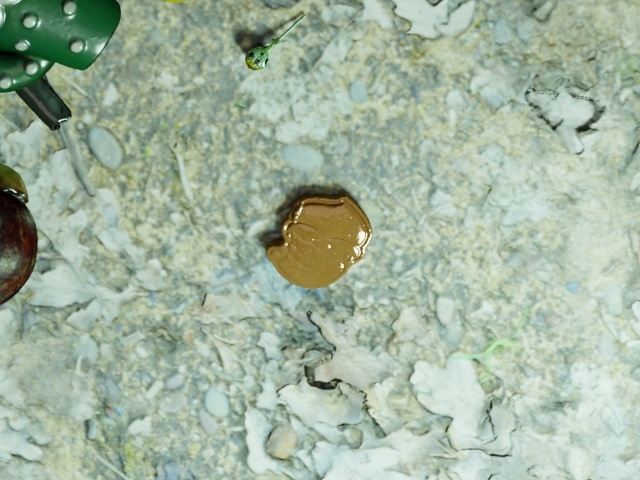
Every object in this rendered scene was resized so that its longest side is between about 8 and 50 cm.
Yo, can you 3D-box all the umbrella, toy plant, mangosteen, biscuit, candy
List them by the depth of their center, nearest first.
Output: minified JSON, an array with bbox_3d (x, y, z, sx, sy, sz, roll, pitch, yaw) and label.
[{"bbox_3d":[-0.330,-0.264,1.797,0.233,0.112,0.243,-29,118,6],"label":"toy plant"},{"bbox_3d":[-0.048,-0.213,1.856,0.083,0.023,0.025,-43,93,17],"label":"candy"},{"bbox_3d":[-0.321,-0.175,1.894,0.036,0.031,0.133,-42,110,-4],"label":"umbrella"},{"bbox_3d":[-0.406,-0.024,1.919,0.192,0.192,0.217,-2,81,6],"label":"mangosteen"},{"bbox_3d":[0.000,0.000,1.973,0.102,0.019,0.130,33,116,-15],"label":"biscuit"}]

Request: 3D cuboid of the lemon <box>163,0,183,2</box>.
[{"bbox_3d":[-0.148,-0.296,1.766,0.133,0.109,0.109,-37,111,4],"label":"lemon"}]
